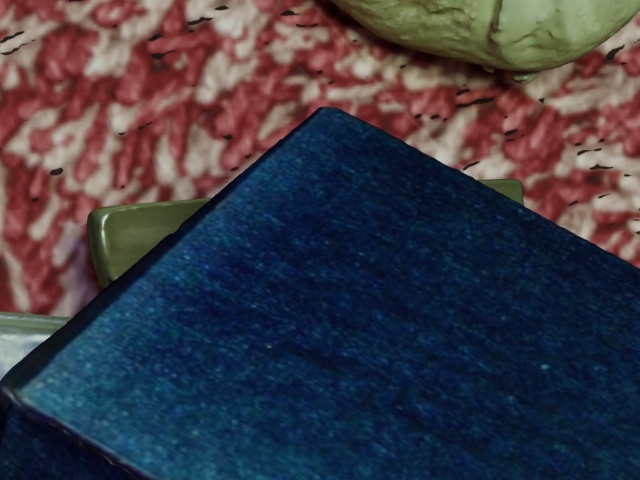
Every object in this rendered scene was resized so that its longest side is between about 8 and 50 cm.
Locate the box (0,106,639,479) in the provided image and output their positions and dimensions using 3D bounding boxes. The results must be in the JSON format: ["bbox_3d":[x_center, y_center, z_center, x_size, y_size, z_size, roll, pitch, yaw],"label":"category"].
[{"bbox_3d":[0.034,0.091,0.683,0.261,0.116,0.279,31,39,12],"label":"box"}]

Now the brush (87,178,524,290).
[{"bbox_3d":[0.000,0.000,0.881,0.282,0.048,0.054,-5,77,-27],"label":"brush"}]

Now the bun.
[{"bbox_3d":[0.106,-0.231,0.928,0.259,0.160,0.259,6,68,-16],"label":"bun"}]

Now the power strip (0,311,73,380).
[{"bbox_3d":[-0.103,0.085,0.819,0.286,0.048,0.080,6,72,-18],"label":"power strip"}]
